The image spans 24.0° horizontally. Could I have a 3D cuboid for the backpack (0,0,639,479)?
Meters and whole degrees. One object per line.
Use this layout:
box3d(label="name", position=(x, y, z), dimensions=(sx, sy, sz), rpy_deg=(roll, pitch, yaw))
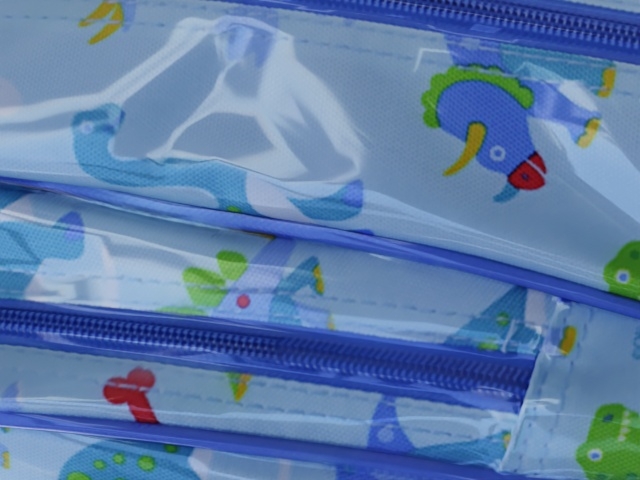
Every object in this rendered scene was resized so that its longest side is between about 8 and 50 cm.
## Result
box3d(label="backpack", position=(0.000, 0.000, 0.427), dimensions=(0.355, 0.273, 0.290), rpy_deg=(24, 168, 2))

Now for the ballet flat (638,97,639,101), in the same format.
box3d(label="ballet flat", position=(0.049, -0.036, 0.112), dimensions=(0.074, 0.074, 0.203), rpy_deg=(-11, 128, 33))
